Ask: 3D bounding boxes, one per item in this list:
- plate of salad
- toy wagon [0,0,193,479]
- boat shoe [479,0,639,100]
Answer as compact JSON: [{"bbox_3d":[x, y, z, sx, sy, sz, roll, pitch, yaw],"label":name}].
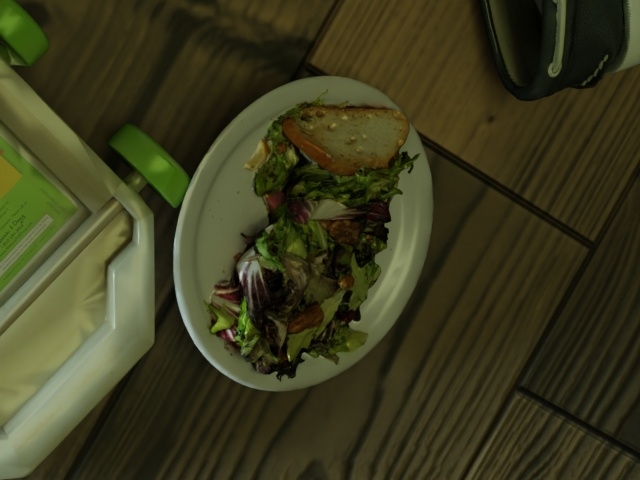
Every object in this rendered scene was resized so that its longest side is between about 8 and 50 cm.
[{"bbox_3d":[0.000,0.000,0.944,0.200,0.048,0.200,-14,113,-36],"label":"plate of salad"},{"bbox_3d":[-0.247,-0.022,0.857,0.267,0.068,0.344,-47,111,-7],"label":"toy wagon"},{"bbox_3d":[0.127,-0.232,0.935,0.091,0.114,0.302,-24,107,-21],"label":"boat shoe"}]
